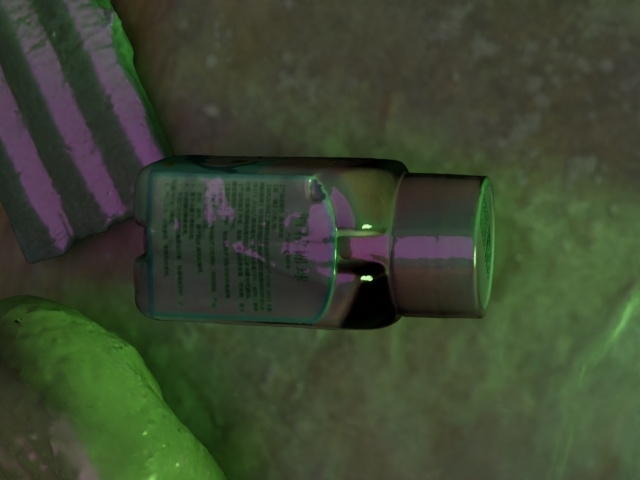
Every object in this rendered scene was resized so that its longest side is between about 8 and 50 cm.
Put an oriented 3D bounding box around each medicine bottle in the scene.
[{"bbox_3d":[0.000,0.000,0.754,0.188,0.119,0.094,2,96,14],"label":"medicine bottle"}]

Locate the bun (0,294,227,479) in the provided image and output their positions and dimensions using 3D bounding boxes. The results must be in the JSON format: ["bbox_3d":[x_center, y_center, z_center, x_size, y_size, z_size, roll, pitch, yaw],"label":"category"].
[{"bbox_3d":[-0.168,0.170,0.793,0.273,0.168,0.272,3,97,27],"label":"bun"}]

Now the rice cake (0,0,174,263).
[{"bbox_3d":[-0.176,-0.114,0.830,0.127,0.043,0.237,-26,89,14],"label":"rice cake"}]
